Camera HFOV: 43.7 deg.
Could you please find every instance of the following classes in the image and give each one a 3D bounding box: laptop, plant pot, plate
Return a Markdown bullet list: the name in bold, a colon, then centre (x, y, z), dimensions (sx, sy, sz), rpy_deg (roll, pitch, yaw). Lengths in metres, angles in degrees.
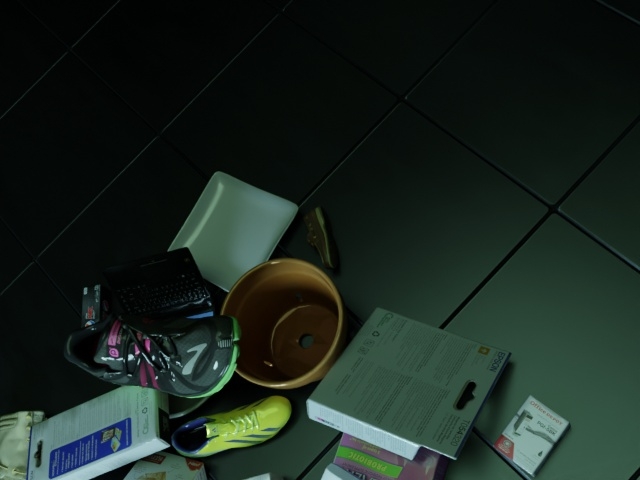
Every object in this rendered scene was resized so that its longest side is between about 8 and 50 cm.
- **laptop**: centre (-0.386, 0.180, 1.922), dimensions (0.234, 0.264, 0.136), rpy_deg (-14, 29, 12)
- **plant pot**: centre (-0.060, 0.209, 1.825), dimensions (0.291, 0.203, 0.290), rpy_deg (-7, 66, 16)
- **plate**: centre (-0.226, -0.014, 2.061), dimensions (0.278, 0.045, 0.277), rpy_deg (24, 79, 25)

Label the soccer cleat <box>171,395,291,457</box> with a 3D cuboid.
- **soccer cleat**: centre (-0.205, 0.429, 1.830), dimensions (0.289, 0.121, 0.093), rpy_deg (-21, 64, 10)

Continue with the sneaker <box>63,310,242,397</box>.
- **sneaker**: centre (-0.375, 0.247, 1.743), dimensions (0.483, 0.202, 0.185), rpy_deg (-11, 69, 33)

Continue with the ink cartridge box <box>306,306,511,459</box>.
- **ink cartridge box**: centre (0.192, 0.305, 1.690), dimensions (0.330, 0.071, 0.324), rpy_deg (19, 42, 24)

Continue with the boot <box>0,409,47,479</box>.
- **boot**: centre (-0.699, 0.523, 1.978), dimensions (0.262, 0.095, 0.203), rpy_deg (-6, 66, 20)

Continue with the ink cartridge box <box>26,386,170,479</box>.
- **ink cartridge box**: centre (-0.525, 0.460, 1.882), dimensions (0.371, 0.069, 0.175), rpy_deg (-23, 48, 12)

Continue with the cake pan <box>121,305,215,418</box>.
- **cake pan**: centre (-0.357, 0.297, 1.974), dimensions (0.293, 0.054, 0.293), rpy_deg (-7, 67, 16)

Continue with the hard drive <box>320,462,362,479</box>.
- **hard drive**: centre (0.049, 0.637, 1.615), dimensions (0.210, 0.040, 0.318), rpy_deg (28, 108, 20)

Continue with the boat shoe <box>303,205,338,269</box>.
- **boat shoe**: centre (0.000, 0.000, 1.973), dimensions (0.060, 0.064, 0.177), rpy_deg (-23, 57, 14)

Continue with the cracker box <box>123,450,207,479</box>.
- **cracker box**: centre (-0.379, 0.584, 1.791), dimensions (0.156, 0.067, 0.232), rpy_deg (8, 35, 21)

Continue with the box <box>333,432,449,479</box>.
- **box**: centre (0.144, 0.488, 1.692), dimensions (0.214, 0.117, 0.242), rpy_deg (14, 74, 23)

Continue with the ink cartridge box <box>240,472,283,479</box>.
- **ink cartridge box**: centre (-0.138, 0.574, 1.765), dimensions (0.143, 0.092, 0.089), rpy_deg (-18, 65, 12)

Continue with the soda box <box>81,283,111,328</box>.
- **soda box**: centre (-0.586, 0.203, 2.085), dimensions (0.053, 0.060, 0.168), rpy_deg (-10, 65, 13)

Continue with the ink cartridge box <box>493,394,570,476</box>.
- **ink cartridge box**: centre (0.440, 0.405, 1.660), dimensions (0.099, 0.056, 0.135), rpy_deg (34, 83, 28)
